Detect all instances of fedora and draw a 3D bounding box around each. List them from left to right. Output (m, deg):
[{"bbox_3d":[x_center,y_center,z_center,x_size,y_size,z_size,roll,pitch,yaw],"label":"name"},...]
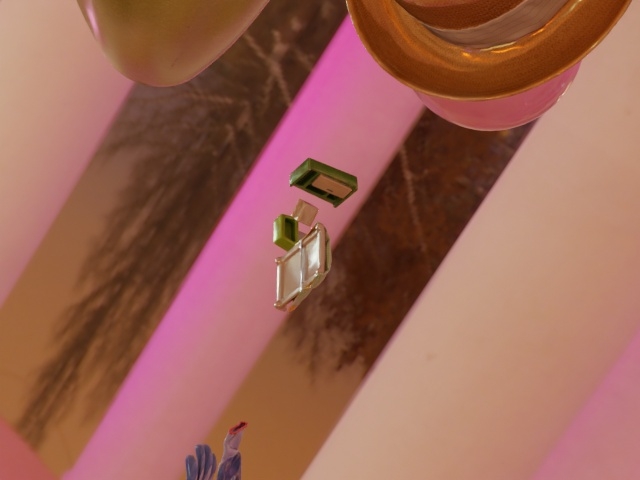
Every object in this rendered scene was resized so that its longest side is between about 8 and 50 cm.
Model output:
[{"bbox_3d":[0.070,-0.167,0.578,0.194,0.194,0.079,38,-164,29],"label":"fedora"}]

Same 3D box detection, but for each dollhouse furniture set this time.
[{"bbox_3d":[0.000,0.000,1.114,0.058,0.076,0.152,23,-133,-28],"label":"dollhouse furniture set"}]

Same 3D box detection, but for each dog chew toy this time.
[{"bbox_3d":[0.168,-0.242,1.242,0.206,0.207,0.332,36,178,19],"label":"dog chew toy"}]

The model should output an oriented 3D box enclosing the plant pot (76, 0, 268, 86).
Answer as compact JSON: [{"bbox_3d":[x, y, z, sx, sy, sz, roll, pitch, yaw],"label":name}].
[{"bbox_3d":[-0.168,-0.302,1.320,0.274,0.275,0.293,34,151,3],"label":"plant pot"}]

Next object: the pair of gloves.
[{"bbox_3d":[-0.142,0.312,1.503,0.023,0.159,0.198,20,-163,16],"label":"pair of gloves"}]
